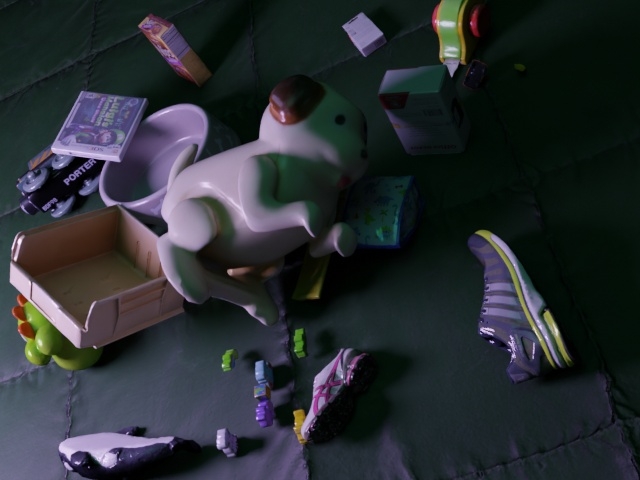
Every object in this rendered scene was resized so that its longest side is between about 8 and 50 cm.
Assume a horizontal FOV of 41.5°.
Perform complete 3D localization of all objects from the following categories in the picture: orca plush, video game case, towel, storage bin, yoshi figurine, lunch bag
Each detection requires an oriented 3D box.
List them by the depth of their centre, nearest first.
[{"bbox_3d":[-0.357,0.416,1.569,0.287,0.102,0.151,-10,8,11],"label":"orca plush"},{"bbox_3d":[0.114,-0.044,1.601,0.129,0.096,0.151,0,48,29],"label":"lunch bag"},{"bbox_3d":[0.000,0.000,1.623,0.102,0.021,0.237,-17,55,63],"label":"towel"},{"bbox_3d":[-0.442,0.067,1.697,0.262,0.123,0.260,35,37,29],"label":"storage bin"},{"bbox_3d":[-0.546,0.150,1.816,0.203,0.203,0.362,2,35,-13],"label":"yoshi figurine"},{"bbox_3d":[-0.517,-0.272,1.985,0.173,0.022,0.190,8,56,11],"label":"video game case"}]

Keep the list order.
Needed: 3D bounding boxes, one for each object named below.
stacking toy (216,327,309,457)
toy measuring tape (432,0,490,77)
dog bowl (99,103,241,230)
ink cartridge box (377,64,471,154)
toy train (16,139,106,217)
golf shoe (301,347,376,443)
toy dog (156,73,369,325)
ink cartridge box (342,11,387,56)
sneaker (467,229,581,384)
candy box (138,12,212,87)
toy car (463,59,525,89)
[{"bbox_3d":[-0.098,0.276,1.527,0.167,0.052,0.221,-16,50,17],"label":"stacking toy"},{"bbox_3d":[0.269,-0.417,1.767,0.121,0.121,0.330,13,65,35],"label":"toy measuring tape"},{"bbox_3d":[-0.352,-0.168,1.921,0.349,0.102,0.348,-20,45,21],"label":"dog bowl"},{"bbox_3d":[0.205,-0.251,1.644,0.127,0.175,0.072,1,56,29],"label":"ink cartridge box"},{"bbox_3d":[-0.611,-0.199,2.098,0.334,0.142,0.190,-40,36,0],"label":"toy train"},{"bbox_3d":[0.019,0.267,1.458,0.086,0.067,0.186,12,54,44],"label":"golf shoe"},{"bbox_3d":[-0.077,-0.101,1.541,0.408,0.284,0.395,-44,45,15],"label":"toy dog"},{"bbox_3d":[0.101,-0.480,1.961,0.063,0.029,0.115,-35,47,4],"label":"ink cartridge box"},{"bbox_3d":[0.302,0.103,1.389,0.121,0.111,0.300,-32,46,11],"label":"sneaker"},{"bbox_3d":[-0.361,-0.474,2.108,0.053,0.186,0.109,-48,48,-9],"label":"candy box"},{"bbox_3d":[0.356,-0.336,1.726,0.122,0.060,0.040,8,17,15],"label":"toy car"}]
